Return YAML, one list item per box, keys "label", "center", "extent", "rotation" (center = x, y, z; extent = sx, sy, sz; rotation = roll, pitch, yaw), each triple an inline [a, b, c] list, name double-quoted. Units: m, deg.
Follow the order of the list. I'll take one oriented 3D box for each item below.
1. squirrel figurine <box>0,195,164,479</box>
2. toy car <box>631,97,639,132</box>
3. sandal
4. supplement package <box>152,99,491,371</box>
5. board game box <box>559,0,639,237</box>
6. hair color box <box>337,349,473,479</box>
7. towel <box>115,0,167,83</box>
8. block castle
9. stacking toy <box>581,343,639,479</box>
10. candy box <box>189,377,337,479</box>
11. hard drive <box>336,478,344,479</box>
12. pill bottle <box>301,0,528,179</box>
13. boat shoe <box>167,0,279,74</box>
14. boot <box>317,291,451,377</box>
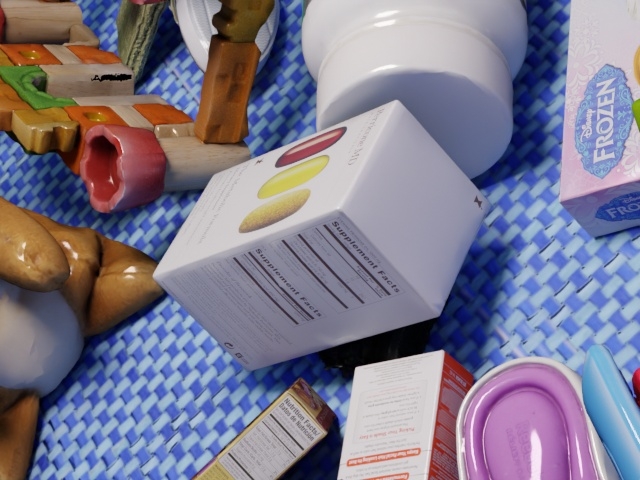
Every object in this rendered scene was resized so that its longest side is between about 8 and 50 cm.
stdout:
- label: "squirrel figurine"
  center: [-0.411, -0.005, 1.839]
  extent: [0.281, 0.370, 0.397]
  rotation: [-50, 41, -1]
- label: "toy car"
  center: [0.285, -0.031, 1.361]
  extent: [0.149, 0.155, 0.188]
  rotation: [-16, 8, 32]
- label: "sandal"
  center: [0.165, 0.249, 1.354]
  extent: [0.169, 0.102, 0.416]
  rotation: [-35, 43, 16]
- label: "supplement package"
  center: [0.000, 0.000, 1.609]
  extent: [0.244, 0.134, 0.139]
  rotation: [-20, 32, 44]
- label: "board game box"
  center: [0.356, -0.183, 1.545]
  extent: [0.318, 0.066, 0.319]
  rotation: [-16, 50, 32]
- label: "hair color box"
  center: [0.067, 0.180, 1.529]
  extent: [0.093, 0.053, 0.167]
  rotation: [-14, 51, 35]
- label: "towel"
  center: [-0.196, -0.249, 2.046]
  extent: [0.148, 0.027, 0.110]
  rotation: [112, 156, -44]
- label: "block castle"
  center: [-0.247, -0.243, 1.874]
  extent: [0.453, 0.213, 0.303]
  rotation: [40, 127, 45]
- label: "stacking toy"
  center: [0.349, 0.113, 1.289]
  extent: [0.302, 0.175, 0.166]
  rotation: [-26, 47, 4]
- label: "candy box"
  center: [-0.072, 0.201, 1.592]
  extent: [0.186, 0.053, 0.109]
  rotation: [-42, -2, 5]
- label: "hard drive"
  center: [-0.044, 0.304, 1.475]
  extent: [0.254, 0.054, 0.172]
  rotation: [-37, 37, 46]
- label: "pill bottle"
  center: [0.085, -0.238, 1.716]
  extent: [0.204, 0.204, 0.361]
  rotation: [-21, 48, 28]
- label: "boat shoe"
  center: [-0.113, -0.266, 2.007]
  extent: [0.094, 0.109, 0.302]
  rotation: [116, 153, -44]
- label: "boot"
  center: [0.055, 0.066, 1.637]
  extent: [0.099, 0.045, 0.121]
  rotation: [-3, 56, 46]
